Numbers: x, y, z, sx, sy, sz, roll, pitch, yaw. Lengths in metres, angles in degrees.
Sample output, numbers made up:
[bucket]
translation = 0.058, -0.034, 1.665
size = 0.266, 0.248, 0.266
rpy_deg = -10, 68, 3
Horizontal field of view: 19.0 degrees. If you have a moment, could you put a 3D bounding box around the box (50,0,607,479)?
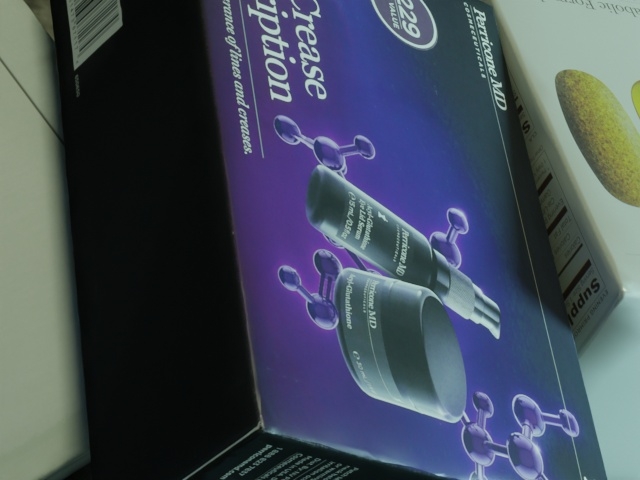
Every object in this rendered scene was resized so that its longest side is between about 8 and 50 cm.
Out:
[box]
translation = 0.000, 0.000, 0.776
size = 0.184, 0.103, 0.261
rpy_deg = 20, 47, -39

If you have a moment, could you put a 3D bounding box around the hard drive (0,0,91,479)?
[hard drive]
translation = -0.204, 0.018, 0.706
size = 0.353, 0.047, 0.233
rpy_deg = -29, 79, -46

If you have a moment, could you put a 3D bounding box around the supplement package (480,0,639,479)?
[supplement package]
translation = 0.127, -0.017, 0.908
size = 0.139, 0.134, 0.244
rpy_deg = 5, 45, -26
